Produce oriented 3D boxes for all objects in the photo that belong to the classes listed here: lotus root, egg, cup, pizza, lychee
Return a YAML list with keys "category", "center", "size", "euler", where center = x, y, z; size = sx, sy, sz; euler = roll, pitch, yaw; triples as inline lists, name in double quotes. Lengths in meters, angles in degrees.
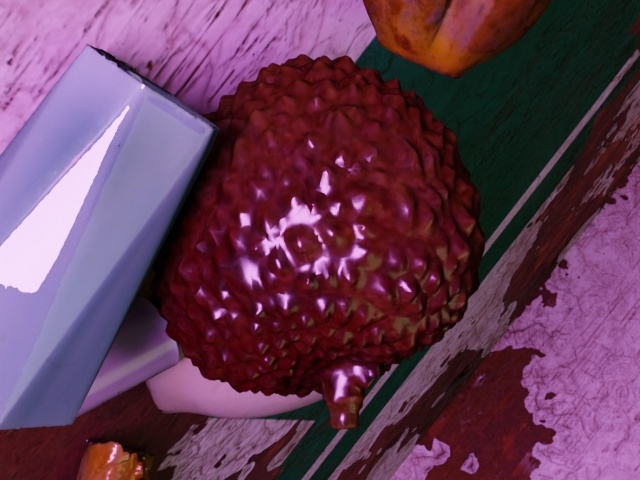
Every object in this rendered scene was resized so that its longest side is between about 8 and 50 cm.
- category: "lotus root"
  center: [0.124, -0.266, 0.661]
  size: [0.193, 0.193, 0.291]
  euler: [-26, 150, -44]
- category: "egg"
  center: [-0.042, 0.100, 0.890]
  size: [0.286, 0.174, 0.264]
  euler: [-36, 149, -24]
- category: "cup"
  center: [-0.172, -0.007, 0.565]
  size: [0.134, 0.148, 0.235]
  euler: [32, 93, -40]
- category: "pizza"
  center: [-0.246, 0.356, 0.960]
  size: [0.182, 0.074, 0.365]
  euler: [-47, 154, -64]
- category: "lychee"
  center: [0.000, 0.000, 0.674]
  size: [0.276, 0.304, 0.276]
  euler: [-11, 167, -3]
- category: "cup"
  center: [-0.198, 0.113, 0.768]
  size: [0.116, 0.074, 0.104]
  euler: [-31, 174, -32]
